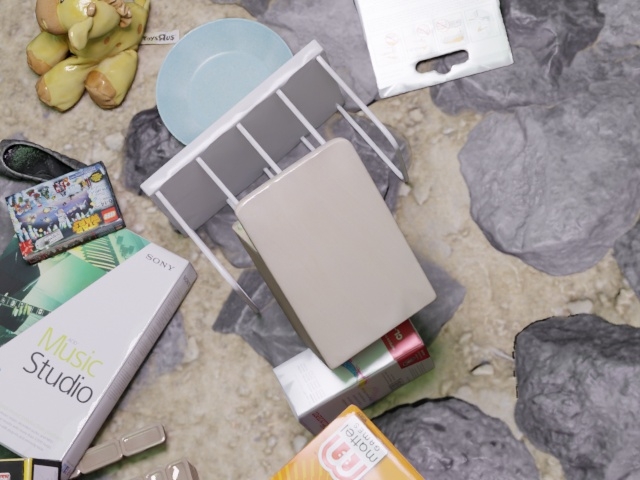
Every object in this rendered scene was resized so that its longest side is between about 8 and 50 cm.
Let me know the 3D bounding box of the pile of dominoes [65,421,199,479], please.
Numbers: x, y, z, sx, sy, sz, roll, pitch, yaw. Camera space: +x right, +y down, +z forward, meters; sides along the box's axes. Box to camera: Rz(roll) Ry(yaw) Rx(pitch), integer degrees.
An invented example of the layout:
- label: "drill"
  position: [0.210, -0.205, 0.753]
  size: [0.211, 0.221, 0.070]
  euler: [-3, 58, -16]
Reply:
- label: "pile of dominoes"
  position: [-0.266, 0.353, 1.904]
  size: [0.251, 0.040, 0.196]
  euler: [-22, 61, 4]

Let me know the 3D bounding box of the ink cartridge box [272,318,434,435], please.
- label: "ink cartridge box"
  position: [0.041, 0.155, 1.866]
  size: [0.175, 0.127, 0.072]
  euler: [-30, 71, 0]

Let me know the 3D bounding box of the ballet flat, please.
- label: "ballet flat"
  position: [-0.379, -0.105, 2.066]
  size: [0.173, 0.049, 0.057]
  euler: [15, 76, 15]

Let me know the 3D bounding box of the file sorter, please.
- label: "file sorter"
  position: [-0.044, -0.071, 1.920]
  size: [0.277, 0.193, 0.173]
  euler: [-41, 73, -3]

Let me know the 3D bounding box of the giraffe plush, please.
- label: "giraffe plush"
  position: [-0.309, -0.286, 2.044]
  size: [0.210, 0.170, 0.181]
  euler: [-19, 71, 4]

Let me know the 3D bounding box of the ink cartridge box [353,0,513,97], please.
- label: "ink cartridge box"
  position: [0.139, -0.322, 2.048]
  size: [0.189, 0.066, 0.232]
  euler: [-14, 92, 6]

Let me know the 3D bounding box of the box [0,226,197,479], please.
- label: "box"
  position: [-0.339, 0.116, 1.971]
  size: [0.232, 0.058, 0.322]
  euler: [26, 72, 17]

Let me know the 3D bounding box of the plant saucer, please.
- label: "plant saucer"
  position: [-0.122, -0.201, 2.054]
  size: [0.195, 0.037, 0.195]
  euler: [-3, 72, 9]

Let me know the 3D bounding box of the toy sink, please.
- label: "toy sink"
  position: [0.000, 0.000, 1.763]
  size: [0.153, 0.131, 0.234]
  euler: [-35, 114, -7]

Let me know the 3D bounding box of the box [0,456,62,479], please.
- label: "box"
  position: [-0.464, 0.397, 1.861]
  size: [0.322, 0.079, 0.257]
  euler: [-6, 78, 26]

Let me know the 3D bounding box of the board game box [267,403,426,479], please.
- label: "board game box"
  position: [0.048, 0.451, 1.653]
  size: [0.356, 0.356, 0.356]
  euler: [-42, 70, -4]

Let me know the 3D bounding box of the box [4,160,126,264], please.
- label: "box"
  position: [-0.330, -0.037, 1.989]
  size: [0.137, 0.027, 0.094]
  euler: [-22, 67, -2]
